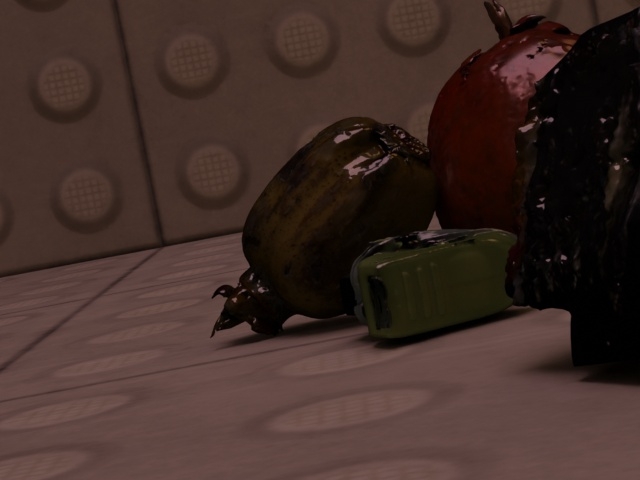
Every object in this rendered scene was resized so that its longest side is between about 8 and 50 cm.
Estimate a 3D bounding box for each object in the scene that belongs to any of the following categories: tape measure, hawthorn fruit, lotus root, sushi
[{"bbox_3d":[0.100,0.034,1.456,0.177,0.088,0.154,-10,3,-25],"label":"tape measure"},{"bbox_3d":[0.225,-0.108,1.654,0.276,0.307,0.276,-22,-6,-3],"label":"hawthorn fruit"},{"bbox_3d":[0.001,0.000,1.611,0.278,0.154,0.154,-49,1,6],"label":"lotus root"},{"bbox_3d":[0.235,-0.038,1.133,0.215,0.227,0.212,-7,-5,-29],"label":"sushi"}]
